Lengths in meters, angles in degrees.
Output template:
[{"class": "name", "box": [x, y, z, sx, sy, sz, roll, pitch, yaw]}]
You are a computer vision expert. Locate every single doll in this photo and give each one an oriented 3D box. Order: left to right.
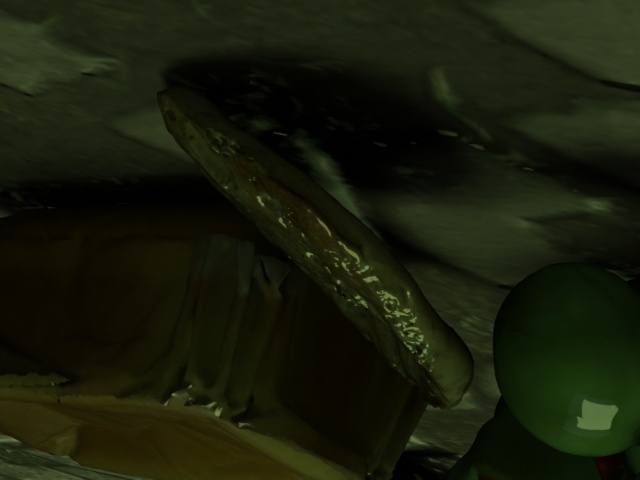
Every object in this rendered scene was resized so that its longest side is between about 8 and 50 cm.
[{"class": "doll", "box": [0.151, 0.112, 0.745, 0.186, 0.199, 0.322, -23, 160, -15]}]

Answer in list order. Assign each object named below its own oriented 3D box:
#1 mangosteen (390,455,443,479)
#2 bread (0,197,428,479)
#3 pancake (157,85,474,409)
[{"class": "mangosteen", "box": [0.042, 0.254, 1.372, 0.192, 0.192, 0.217, 0, 150, 46]}, {"class": "bread", "box": [-0.070, 0.044, 0.859, 0.136, 0.107, 0.241, 29, 159, -38]}, {"class": "pancake", "box": [-0.001, 0.001, 0.675, 0.151, 0.025, 0.151, 47, 177, 3]}]
